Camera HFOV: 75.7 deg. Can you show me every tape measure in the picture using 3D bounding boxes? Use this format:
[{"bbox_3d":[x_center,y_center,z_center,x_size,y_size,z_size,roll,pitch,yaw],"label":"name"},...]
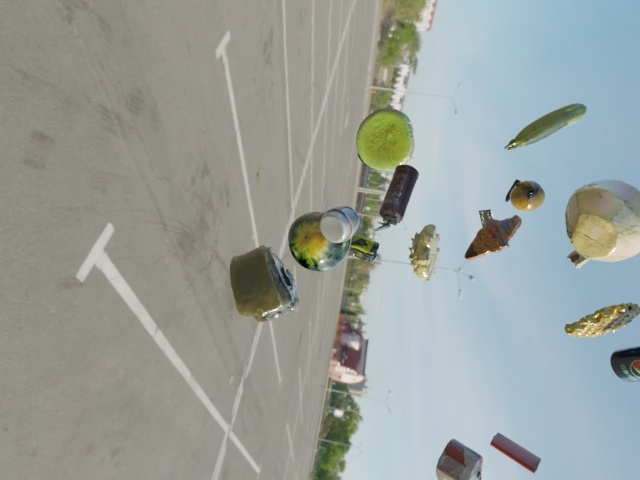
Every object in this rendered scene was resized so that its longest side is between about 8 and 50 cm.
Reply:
[{"bbox_3d":[0.258,0.043,2.462,0.112,0.186,0.199,-61,167,-20],"label":"tape measure"}]

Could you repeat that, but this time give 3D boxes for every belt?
[{"bbox_3d":[0.449,0.725,1.300,0.128,0.124,0.201,-45,136,-28],"label":"belt"}]

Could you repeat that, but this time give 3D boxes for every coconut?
[{"bbox_3d":[0.810,-0.062,1.155,0.197,0.237,0.236,140,-35,-64],"label":"coconut"}]

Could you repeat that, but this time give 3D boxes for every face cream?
[{"bbox_3d":[0.064,-0.055,1.354,0.104,0.117,0.117,-34,138,-49],"label":"face cream"}]

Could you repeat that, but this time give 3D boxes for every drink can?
[{"bbox_3d":[1.106,0.414,1.399,0.205,0.118,0.118,113,-10,-64],"label":"drink can"}]

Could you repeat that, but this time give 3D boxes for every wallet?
[{"bbox_3d":[0.888,0.968,1.882,0.142,0.204,0.045,7,105,-54],"label":"wallet"}]

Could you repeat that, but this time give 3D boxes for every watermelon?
[{"bbox_3d":[-0.001,0.001,1.710,0.269,0.269,0.268,10,90,-84],"label":"watermelon"}]

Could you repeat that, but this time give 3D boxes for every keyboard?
[{"bbox_3d":[0.835,-0.078,2.053,0.195,0.060,0.018,60,40,-35],"label":"keyboard"}]

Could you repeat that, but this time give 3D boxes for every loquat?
[{"bbox_3d":[0.974,-0.207,1.940,0.137,0.163,0.163,16,-83,63],"label":"loquat"}]

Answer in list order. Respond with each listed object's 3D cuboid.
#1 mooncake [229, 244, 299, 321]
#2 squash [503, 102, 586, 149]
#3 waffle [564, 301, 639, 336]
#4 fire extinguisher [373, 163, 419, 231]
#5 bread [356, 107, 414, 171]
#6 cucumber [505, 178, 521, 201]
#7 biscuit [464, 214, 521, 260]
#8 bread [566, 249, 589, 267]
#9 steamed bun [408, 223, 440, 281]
[{"bbox_3d":[-0.227,0.220,1.757,0.394,0.246,0.393,-114,-178,-61],"label":"mooncake"},{"bbox_3d":[0.942,-0.477,1.739,0.094,0.341,0.094,48,26,-34],"label":"squash"},{"bbox_3d":[1.027,0.294,1.498,0.245,0.254,0.052,-45,-136,38],"label":"waffle"},{"bbox_3d":[0.279,-0.149,1.533,0.105,0.105,0.269,86,25,-67],"label":"fire extinguisher"},{"bbox_3d":[0.299,-0.474,1.949,0.045,0.301,0.301,-25,127,-61],"label":"bread"},{"bbox_3d":[1.039,-0.267,2.235,0.133,0.032,0.032,-62,177,10],"label":"cucumber"},{"bbox_3d":[0.730,-0.013,1.761,0.280,0.043,0.183,-38,-151,18],"label":"biscuit"},{"bbox_3d":[1.226,0.085,1.962,0.070,0.035,0.083,-44,-151,24],"label":"bread"},{"bbox_3d":[0.524,0.058,2.122,0.295,0.137,0.292,-28,123,-56],"label":"steamed bun"}]
